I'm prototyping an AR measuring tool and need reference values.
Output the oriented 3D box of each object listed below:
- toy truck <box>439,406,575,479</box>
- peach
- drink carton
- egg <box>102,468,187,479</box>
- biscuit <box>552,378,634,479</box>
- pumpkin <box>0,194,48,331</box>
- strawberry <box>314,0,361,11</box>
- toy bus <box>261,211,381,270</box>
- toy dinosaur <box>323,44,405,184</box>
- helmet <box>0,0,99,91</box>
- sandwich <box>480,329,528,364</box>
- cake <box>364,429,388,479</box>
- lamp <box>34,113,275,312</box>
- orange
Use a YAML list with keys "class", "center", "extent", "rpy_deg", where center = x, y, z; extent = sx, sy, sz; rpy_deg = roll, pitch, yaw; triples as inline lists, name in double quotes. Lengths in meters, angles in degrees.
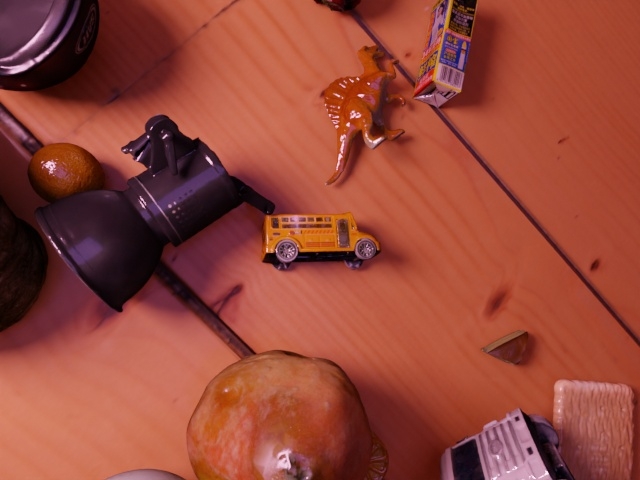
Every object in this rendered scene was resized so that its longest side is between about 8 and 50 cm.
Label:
- class: "toy truck"
  center: [0.307, 0.445, 0.633]
  extent: [0.206, 0.173, 0.388]
  rpy_deg: [-30, 94, 14]
- class: "peach"
  center: [-0.044, 0.227, 0.536]
  extent: [0.214, 0.235, 0.214]
  rpy_deg: [4, 74, -14]
- class: "drink carton"
  center: [0.197, -0.302, 0.728]
  extent: [0.056, 0.071, 0.166]
  rpy_deg: [16, 82, -17]
- class: "egg"
  center: [-0.210, 0.428, 0.473]
  extent: [0.229, 0.230, 0.371]
  rpy_deg: [12, 86, -14]
- class: "biscuit"
  center: [0.439, 0.355, 0.758]
  extent: [0.160, 0.030, 0.250]
  rpy_deg: [7, 83, -15]
- class: "pumpkin"
  center: [-0.452, -0.032, 0.452]
  extent: [0.242, 0.232, 0.325]
  rpy_deg: [-36, 91, -13]
- class: "strawberry"
  center: [0.026, -0.388, 0.676]
  extent: [0.106, 0.106, 0.106]
  rpy_deg: [1, 85, -15]
- class: "toy bus"
  center: [0.000, 0.000, 0.650]
  extent: [0.162, 0.069, 0.074]
  rpy_deg: [-1, 75, -13]
- class: "toy dinosaur"
  center: [0.053, -0.197, 0.690]
  extent: [0.212, 0.057, 0.142]
  rpy_deg: [-38, 84, -16]
- class: "helmet"
  center: [-0.356, -0.265, 0.511]
  extent: [0.215, 0.193, 0.189]
  rpy_deg: [17, 84, 0]
- class: "sandwich"
  center: [0.297, 0.175, 0.735]
  extent: [0.083, 0.031, 0.044]
  rpy_deg: [-22, 87, -14]
- class: "cake"
  center: [0.053, 0.303, 0.650]
  extent: [0.084, 0.044, 0.084]
  rpy_deg: [1, 86, -14]
- class: "lamp"
  center: [-0.191, -0.047, 0.557]
  extent: [0.227, 0.147, 0.172]
  rpy_deg: [-38, 129, -15]
- class: "orange"
  center: [-0.310, -0.079, 0.572]
  extent: [0.085, 0.085, 0.085]
  rpy_deg: [1, 85, -15]
